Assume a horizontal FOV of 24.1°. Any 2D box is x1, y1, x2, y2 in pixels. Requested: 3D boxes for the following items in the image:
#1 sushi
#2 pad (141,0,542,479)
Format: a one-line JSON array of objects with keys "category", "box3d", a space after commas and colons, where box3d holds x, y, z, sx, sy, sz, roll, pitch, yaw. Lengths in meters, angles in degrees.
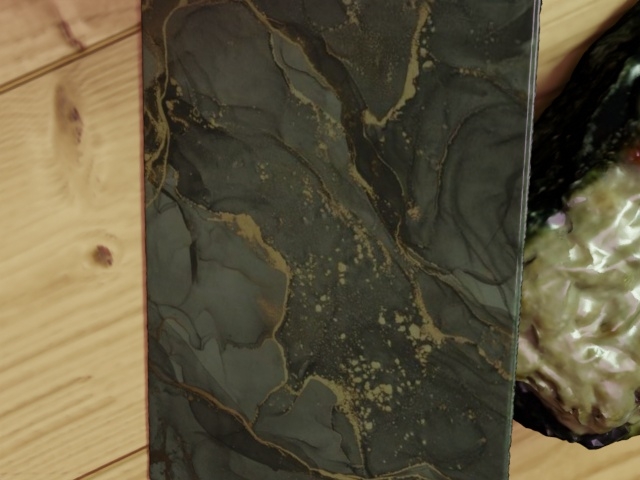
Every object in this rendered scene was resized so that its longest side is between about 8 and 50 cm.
[{"category": "sushi", "box3d": [0.223, -0.020, 0.903, 0.350, 0.171, 0.211, -38, 111, -1]}, {"category": "pad", "box3d": [0.000, 0.000, 0.863, 0.247, 0.007, 0.368, 10, 109, 25]}]
